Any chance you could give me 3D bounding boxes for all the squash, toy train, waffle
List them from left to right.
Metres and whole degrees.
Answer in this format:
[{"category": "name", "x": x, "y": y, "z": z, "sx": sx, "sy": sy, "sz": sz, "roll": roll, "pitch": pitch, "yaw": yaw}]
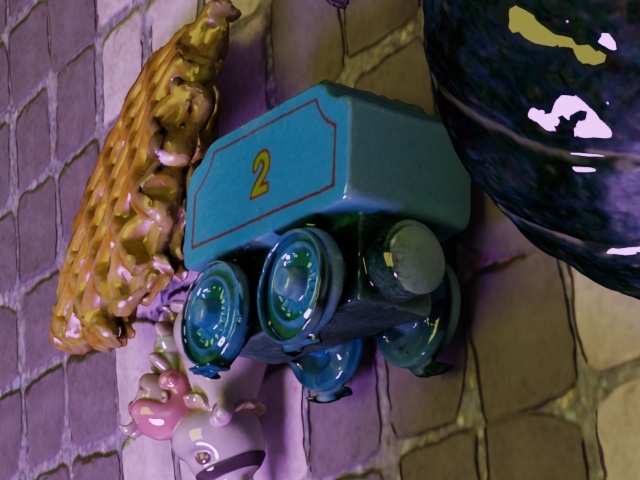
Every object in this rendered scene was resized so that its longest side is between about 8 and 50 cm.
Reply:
[{"category": "waffle", "x": -0.125, "y": -0.038, "z": 1.138, "sx": 0.254, "sy": 0.052, "sz": 0.245, "roll": 142, "pitch": 144, "yaw": -60}, {"category": "toy train", "x": 0.000, "y": 0.000, "z": 0.950, "sx": 0.203, "sy": 0.112, "sz": 0.163, "roll": -21, "pitch": 62, "yaw": 50}, {"category": "squash", "x": 0.159, "y": -0.095, "z": 0.608, "sx": 0.165, "sy": 0.252, "sz": 0.252, "roll": 42, "pitch": 119, "yaw": 42}]

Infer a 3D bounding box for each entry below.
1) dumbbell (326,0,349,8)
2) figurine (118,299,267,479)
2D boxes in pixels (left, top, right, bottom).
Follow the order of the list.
[{"category": "dumbbell", "x": 0.052, "y": -0.223, "z": 0.922, "sx": 0.208, "sy": 0.099, "sz": 0.099, "roll": -63, "pitch": 39, "yaw": 26}, {"category": "figurine", "x": -0.075, "y": 0.115, "z": 1.062, "sx": 0.098, "sy": 0.081, "sz": 0.146, "roll": 0, "pitch": 77, "yaw": 30}]
